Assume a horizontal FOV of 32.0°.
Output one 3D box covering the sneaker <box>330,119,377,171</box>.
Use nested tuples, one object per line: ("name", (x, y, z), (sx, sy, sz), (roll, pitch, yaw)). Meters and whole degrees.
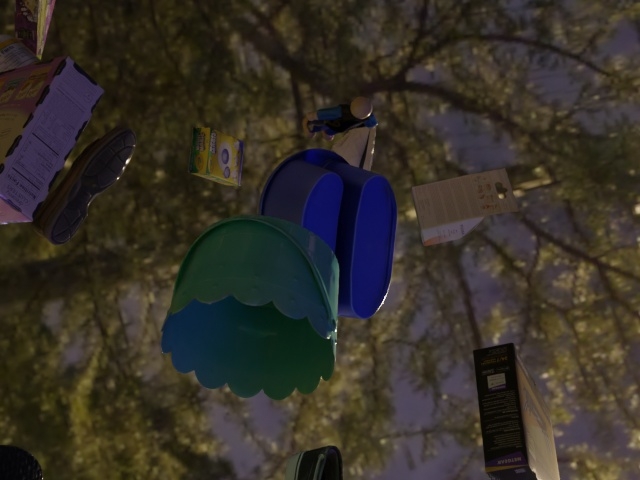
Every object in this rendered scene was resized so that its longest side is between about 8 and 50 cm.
("sneaker", (0.070, -0.197, 2.420), (0.235, 0.095, 0.090), (-76, 170, -53))

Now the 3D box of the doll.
("doll", (0.033, -0.212, 1.944), (0.189, 0.129, 0.046), (-12, -107, 63))

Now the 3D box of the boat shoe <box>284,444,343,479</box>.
("boat shoe", (0.000, 0.503, 1.936), (0.105, 0.113, 0.306), (-24, -137, 32))

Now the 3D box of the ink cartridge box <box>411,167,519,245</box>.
("ink cartridge box", (0.263, -0.063, 2.042), (0.145, 0.179, 0.045), (-95, 174, -54))

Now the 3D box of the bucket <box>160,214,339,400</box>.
("bucket", (-0.100, 0.103, 1.745), (0.281, 0.281, 0.183), (111, -9, -50))

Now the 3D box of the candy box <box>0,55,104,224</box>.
("candy box", (-0.371, -0.115, 1.335), (0.165, 0.196, 0.070), (-3, -35, 41))

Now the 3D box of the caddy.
("caddy", (0.000, 0.000, 2.096), (0.179, 0.241, 0.341), (14, -80, 54))

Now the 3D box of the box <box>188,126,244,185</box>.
("box", (-0.230, -0.186, 2.448), (0.043, 0.179, 0.105), (3, -95, 27))

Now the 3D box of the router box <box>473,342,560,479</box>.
("router box", (0.372, 0.369, 2.081), (0.309, 0.081, 0.243), (53, 29, -50))

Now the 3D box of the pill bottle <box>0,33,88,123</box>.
("pill bottle", (-0.435, -0.214, 1.573), (0.208, 0.119, 0.119), (42, -31, 1))

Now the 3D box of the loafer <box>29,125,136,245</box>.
("loafer", (-0.522, -0.133, 2.421), (0.095, 0.302, 0.109), (26, -15, 29))

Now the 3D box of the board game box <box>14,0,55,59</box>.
("board game box", (-0.549, -0.491, 2.170), (0.347, 0.056, 0.208), (-96, -169, -50))

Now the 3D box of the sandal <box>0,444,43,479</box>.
("sandal", (-0.623, 0.485, 1.811), (0.107, 0.446, 0.167), (-10, -68, 32))
